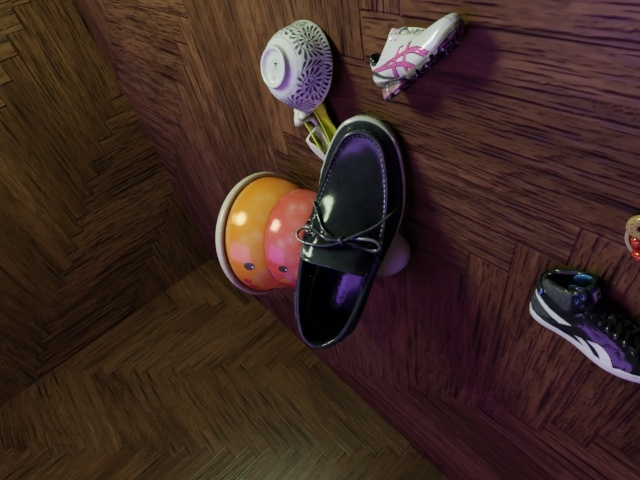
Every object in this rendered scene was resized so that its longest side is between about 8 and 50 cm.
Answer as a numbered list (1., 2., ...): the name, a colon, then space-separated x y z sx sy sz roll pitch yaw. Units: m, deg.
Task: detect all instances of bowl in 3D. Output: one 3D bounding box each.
1. bowl: -0.063 -0.336 0.779 0.170 0.080 0.170 22 120 42

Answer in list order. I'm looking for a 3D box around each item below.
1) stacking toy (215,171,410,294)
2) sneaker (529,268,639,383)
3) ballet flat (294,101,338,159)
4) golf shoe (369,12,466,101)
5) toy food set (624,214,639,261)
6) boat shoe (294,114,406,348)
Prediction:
1. stacking toy: 0.000 0.000 1.033 0.479 0.350 0.351 7 133 37
2. sneaker: 0.424 0.119 0.600 0.217 0.079 0.121 32 152 42
3. ballet flat: -0.012 -0.254 0.878 0.231 0.077 0.077 57 158 -12
4. golf shoe: 0.129 -0.279 0.590 0.086 0.067 0.186 57 157 -8
5. toy food set: 0.428 0.005 0.502 0.082 0.020 0.083 27 146 45
6. boat shoe: 0.050 0.005 0.816 0.186 0.156 0.500 18 111 14
